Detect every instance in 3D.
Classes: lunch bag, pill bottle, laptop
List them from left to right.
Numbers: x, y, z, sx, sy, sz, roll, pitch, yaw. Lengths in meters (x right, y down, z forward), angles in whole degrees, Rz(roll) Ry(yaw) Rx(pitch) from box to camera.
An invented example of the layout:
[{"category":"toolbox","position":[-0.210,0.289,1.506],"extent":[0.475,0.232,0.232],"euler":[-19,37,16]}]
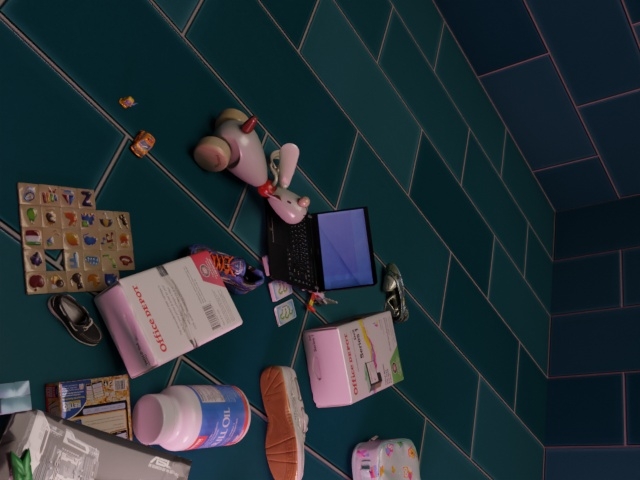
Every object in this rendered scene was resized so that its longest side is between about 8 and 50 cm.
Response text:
[{"category":"pill bottle","position":[-0.252,0.345,1.371],"extent":[0.222,0.124,0.124],"euler":[13,69,-52]},{"category":"laptop","position":[0.000,0.000,1.781],"extent":[0.264,0.137,0.234],"euler":[22,52,-44]},{"category":"lunch bag","position":[0.174,0.667,1.883],"extent":[0.224,0.108,0.279],"euler":[13,68,-49]}]

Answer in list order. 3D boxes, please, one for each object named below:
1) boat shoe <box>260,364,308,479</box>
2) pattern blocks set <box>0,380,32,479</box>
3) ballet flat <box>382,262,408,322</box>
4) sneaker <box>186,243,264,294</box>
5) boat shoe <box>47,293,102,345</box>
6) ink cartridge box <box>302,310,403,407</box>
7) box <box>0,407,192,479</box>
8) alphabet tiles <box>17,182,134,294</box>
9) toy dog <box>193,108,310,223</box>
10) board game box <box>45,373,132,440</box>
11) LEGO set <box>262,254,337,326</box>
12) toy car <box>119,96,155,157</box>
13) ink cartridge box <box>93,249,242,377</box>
[{"category":"boat shoe","position":[-0.068,0.427,1.627],"extent":[0.096,0.098,0.276],"euler":[10,70,-52]},{"category":"pattern blocks set","position":[-0.564,0.294,0.963],"extent":[0.325,0.026,0.285],"euler":[11,65,-35]},{"category":"ballet flat","position":[0.225,0.164,2.161],"extent":[0.070,0.070,0.188],"euler":[-14,88,-55]},{"category":"sneaker","position":[-0.209,0.057,1.556],"extent":[0.221,0.087,0.083],"euler":[26,59,-49]},{"category":"boat shoe","position":[-0.432,0.142,1.256],"extent":[0.125,0.038,0.046],"euler":[57,40,-27]},{"category":"ink cartridge box","position":[0.092,0.310,1.872],"extent":[0.278,0.117,0.201],"euler":[-7,85,-55]},{"category":"box","position":[-0.383,0.423,1.103],"extent":[0.308,0.076,0.242],"euler":[27,59,-22]},{"category":"alphabet tiles","position":[-0.447,-0.002,1.308],"extent":[0.237,0.009,0.198],"euler":[3,77,-55]},{"category":"toy dog","position":[-0.129,-0.187,1.653],"extent":[0.334,0.161,0.220],"euler":[24,56,-39]},{"category":"board game box","position":[-0.401,0.339,1.230],"extent":[0.147,0.045,0.193],"euler":[7,74,-53]},{"category":"LEGO set","position":[-0.042,0.100,1.808],"extent":[0.244,0.060,0.182],"euler":[-21,100,-56]},{"category":"toy car","position":[-0.382,-0.235,1.447],"extent":[0.122,0.041,0.060],"euler":[62,37,-22]},{"category":"ink cartridge box","position":[-0.291,0.137,1.361],"extent":[0.237,0.100,0.171],"euler":[-22,84,-54]}]
